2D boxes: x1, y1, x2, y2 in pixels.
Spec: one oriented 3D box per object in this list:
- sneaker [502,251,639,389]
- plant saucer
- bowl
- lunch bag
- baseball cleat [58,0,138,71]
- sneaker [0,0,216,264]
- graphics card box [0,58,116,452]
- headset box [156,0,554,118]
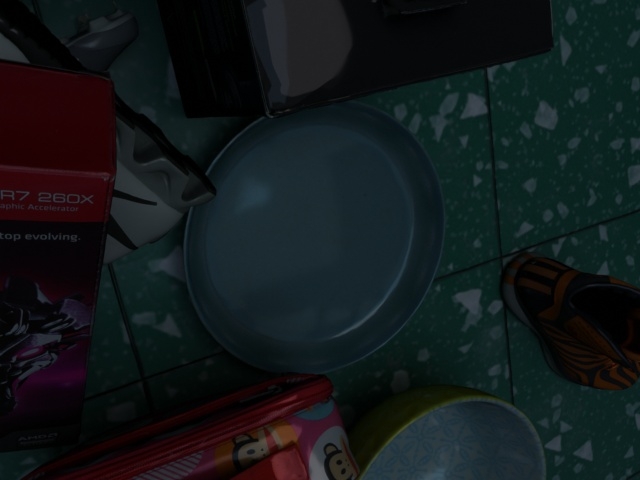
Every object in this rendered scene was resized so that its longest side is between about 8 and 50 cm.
[{"bbox_3d":[0.403,0.146,0.780,0.321,0.180,0.124,37,85,-26],"label":"sneaker"},{"bbox_3d":[0.000,0.000,0.635,0.318,0.044,0.317,-7,108,-24],"label":"plant saucer"},{"bbox_3d":[0.115,0.298,0.694,0.290,0.156,0.289,-5,103,-24],"label":"bowl"},{"bbox_3d":[-0.118,0.213,0.499,0.293,0.258,0.120,-17,82,-14],"label":"lunch bag"},{"bbox_3d":[-0.237,-0.120,0.503,0.206,0.072,0.109,-33,119,-4],"label":"baseball cleat"},{"bbox_3d":[-0.233,-0.089,0.401,0.146,0.122,0.330,-41,129,3],"label":"sneaker"},{"bbox_3d":[-0.279,0.044,0.383,0.233,0.094,0.370,3,140,-26],"label":"graphics card box"},{"bbox_3d":[0.014,-0.193,0.475,0.247,0.283,0.131,-18,108,-21],"label":"headset box"}]
